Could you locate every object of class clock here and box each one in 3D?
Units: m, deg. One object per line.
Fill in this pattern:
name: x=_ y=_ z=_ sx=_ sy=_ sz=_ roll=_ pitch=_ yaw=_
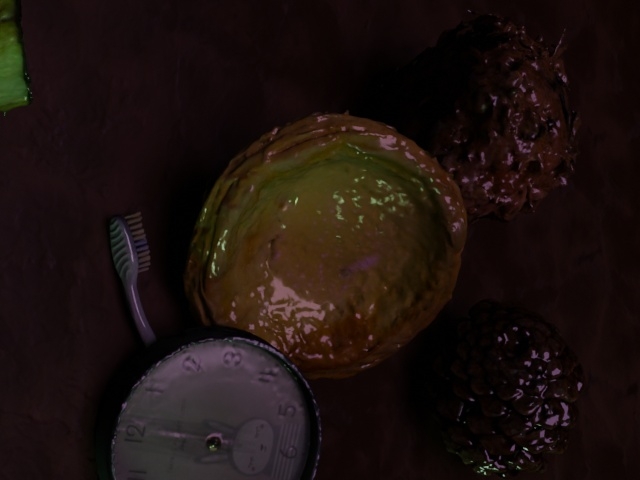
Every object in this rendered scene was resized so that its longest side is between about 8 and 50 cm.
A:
clock: x=-0.100 y=0.188 z=1.171 sx=0.215 sy=0.042 sz=0.214 roll=-3 pitch=96 yaw=-24

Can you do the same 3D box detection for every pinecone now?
pinecone: x=0.216 y=0.175 z=1.449 sx=0.184 sy=0.179 sz=0.204 roll=-53 pitch=150 yaw=-21

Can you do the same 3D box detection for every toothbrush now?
toothbrush: x=-0.142 y=0.155 z=1.192 sx=0.037 sy=0.028 sz=0.375 roll=-24 pitch=105 yaw=-50

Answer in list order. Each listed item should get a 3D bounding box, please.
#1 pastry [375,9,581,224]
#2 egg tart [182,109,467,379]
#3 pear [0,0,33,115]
pastry: x=0.169 y=-0.108 z=1.348 sx=0.193 sy=0.275 sz=0.274 roll=25 pitch=70 yaw=-24
egg tart: x=0.000 y=0.000 z=1.229 sx=0.294 sy=0.123 sz=0.294 roll=-5 pitch=120 yaw=-9
pear: x=-0.305 y=-0.237 z=0.910 sx=0.159 sy=0.292 sz=0.292 roll=-8 pitch=94 yaw=-13
